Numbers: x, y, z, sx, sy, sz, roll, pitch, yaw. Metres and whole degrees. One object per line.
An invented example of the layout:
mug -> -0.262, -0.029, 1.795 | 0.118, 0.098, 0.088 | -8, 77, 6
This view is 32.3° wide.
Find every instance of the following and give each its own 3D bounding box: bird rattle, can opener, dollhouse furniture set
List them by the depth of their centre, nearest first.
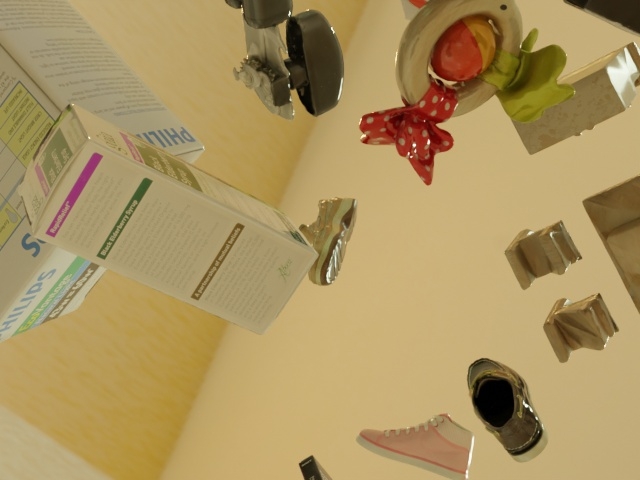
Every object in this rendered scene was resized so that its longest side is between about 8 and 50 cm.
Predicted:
can opener -> -0.042, -0.222, 0.942 | 0.093, 0.280, 0.074 | -29, -131, -18
bird rattle -> 0.153, -0.200, 1.279 | 0.254, 0.207, 0.143 | -21, -137, -7
dollhouse furniture set -> 0.472, -0.075, 1.692 | 0.362, 0.394, 0.256 | -26, -174, 29

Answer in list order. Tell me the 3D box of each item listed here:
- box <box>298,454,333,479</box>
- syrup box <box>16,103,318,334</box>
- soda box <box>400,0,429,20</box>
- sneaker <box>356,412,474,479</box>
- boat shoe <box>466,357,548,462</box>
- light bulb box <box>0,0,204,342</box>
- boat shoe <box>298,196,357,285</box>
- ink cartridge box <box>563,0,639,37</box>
box -> 0.025, 0.386, 1.529 | 0.029, 0.116, 0.162 | -33, -148, 1
syrup box -> -0.130, -0.016, 0.950 | 0.096, 0.237, 0.093 | -56, -148, 9
soda box -> 0.131, -0.326, 1.301 | 0.074, 0.216, 0.069 | 18, -100, 15
sneaker -> 0.112, 0.223, 1.267 | 0.134, 0.051, 0.070 | 17, -88, 11
boat shoe -> 0.250, 0.219, 1.545 | 0.081, 0.068, 0.227 | -40, -157, 6
light bulb box -> -0.417, -0.115, 1.483 | 0.358, 0.361, 0.225 | -47, 170, 27
boat shoe -> 0.000, 0.000, 1.556 | 0.072, 0.068, 0.190 | 10, -149, 9
ink cartridge box -> 0.444, -0.251, 1.119 | 0.175, 0.371, 0.069 | -66, -158, 16
